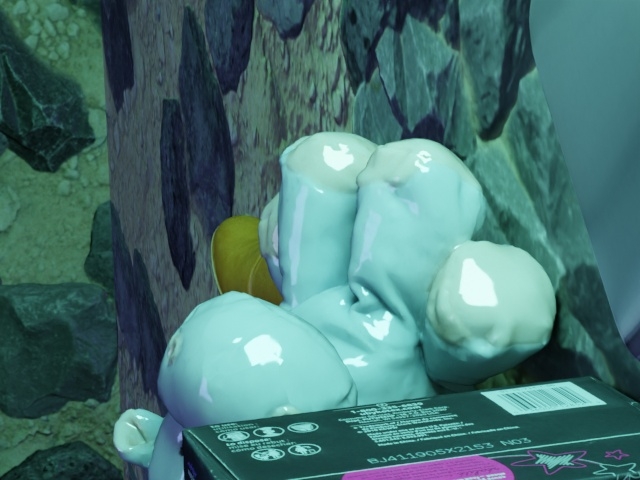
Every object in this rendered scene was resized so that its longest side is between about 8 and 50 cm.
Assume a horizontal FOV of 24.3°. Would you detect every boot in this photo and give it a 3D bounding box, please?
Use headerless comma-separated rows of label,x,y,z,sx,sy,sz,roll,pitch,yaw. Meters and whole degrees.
boot,-0.001,0.001,1.212,0.295,0.104,0.211,-122,36,-46

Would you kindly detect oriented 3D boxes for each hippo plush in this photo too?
hippo plush,-0.022,0.078,0.947,0.234,0.236,0.294,47,144,26

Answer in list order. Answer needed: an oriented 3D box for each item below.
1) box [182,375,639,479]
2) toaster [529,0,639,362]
box,0.066,0.169,0.769,0.163,0.247,0.142,-150,57,-70
toaster,0.176,-0.046,0.489,0.110,0.168,0.186,110,150,-60
